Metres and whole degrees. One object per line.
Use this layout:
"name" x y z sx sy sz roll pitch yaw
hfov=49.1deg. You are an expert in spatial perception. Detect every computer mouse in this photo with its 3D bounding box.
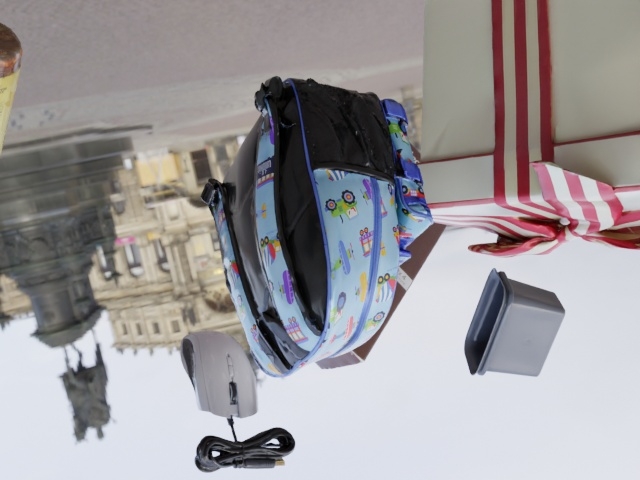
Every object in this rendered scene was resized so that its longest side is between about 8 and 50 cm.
"computer mouse" -0.097 0.149 0.715 0.106 0.042 0.193 7 -147 -31

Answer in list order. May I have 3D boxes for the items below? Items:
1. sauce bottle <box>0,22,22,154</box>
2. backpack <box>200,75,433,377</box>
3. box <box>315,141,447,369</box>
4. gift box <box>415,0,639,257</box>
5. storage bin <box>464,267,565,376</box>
"sauce bottle" -0.182 -0.050 0.353 0.042 0.042 0.128 -22 154 -50
"backpack" 0.000 0.000 0.476 0.117 0.173 0.158 2 151 -28
"box" 0.067 0.011 1.190 0.143 0.191 0.381 -26 -155 55
"gift box" 0.228 -0.115 0.693 0.276 0.258 0.255 7 171 -42
"storage bin" 0.255 0.113 0.926 0.091 0.135 0.098 13 -156 -5
